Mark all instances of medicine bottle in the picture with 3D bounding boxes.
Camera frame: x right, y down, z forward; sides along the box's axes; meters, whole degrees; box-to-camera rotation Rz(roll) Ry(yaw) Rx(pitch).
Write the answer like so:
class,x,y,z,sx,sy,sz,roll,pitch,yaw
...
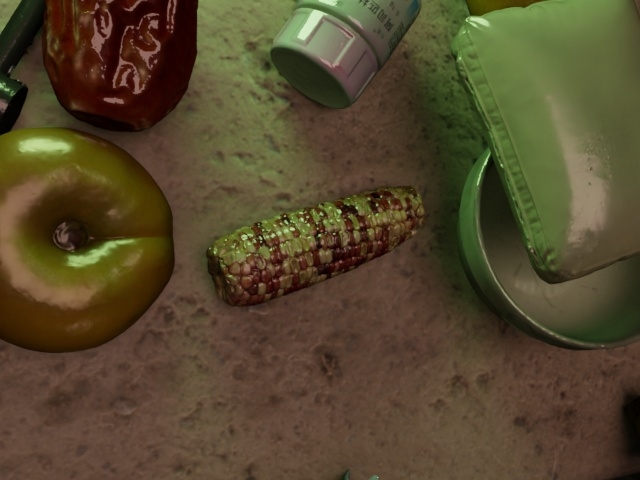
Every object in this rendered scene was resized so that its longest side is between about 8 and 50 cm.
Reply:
class,x,y,z,sx,sy,sz,roll,pitch,yaw
medicine bottle,0.031,-0.264,1.025,0.135,0.135,0.168,37,79,-14

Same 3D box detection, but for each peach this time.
class,x,y,z,sx,sy,sz,roll,pitch,yaw
peach,-0.279,-0.001,0.900,0.251,0.153,0.251,0,90,-35

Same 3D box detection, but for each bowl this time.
class,x,y,z,sx,sy,sz,roll,pitch,yaw
bowl,0.311,-0.004,1.074,0.307,0.163,0.307,4,75,-14

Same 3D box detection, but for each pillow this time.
class,x,y,z,sx,sy,sz,roll,pitch,yaw
pillow,0.310,-0.131,0.959,0.256,0.120,0.322,-17,81,-16

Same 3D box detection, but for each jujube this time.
class,x,y,z,sx,sy,sz,roll,pitch,yaw
jujube,-0.219,-0.250,0.917,0.174,0.174,0.250,8,82,-18

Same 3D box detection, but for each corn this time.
class,x,y,z,sx,sy,sz,roll,pitch,yaw
corn,0.000,0.000,1.020,0.290,0.098,0.098,-21,94,-22

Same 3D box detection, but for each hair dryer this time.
class,x,y,z,sx,sy,sz,roll,pitch,yaw
hair dryer,-0.354,-0.244,0.928,0.114,0.070,0.248,28,74,-16

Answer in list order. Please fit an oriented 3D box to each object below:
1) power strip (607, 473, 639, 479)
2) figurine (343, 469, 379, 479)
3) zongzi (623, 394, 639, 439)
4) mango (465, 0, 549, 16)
class,x,y,z,sx,sy,sz,roll,pitch,yaw
power strip,0.440,0.354,1.156,0.227,0.080,0.029,-4,89,-20
figurine,0.004,0.372,0.986,0.184,0.128,0.208,27,70,-13
zongzi,0.536,0.308,1.148,0.187,0.184,0.084,17,125,-19
mango,0.315,-0.407,1.089,0.264,0.221,0.377,19,90,-20
